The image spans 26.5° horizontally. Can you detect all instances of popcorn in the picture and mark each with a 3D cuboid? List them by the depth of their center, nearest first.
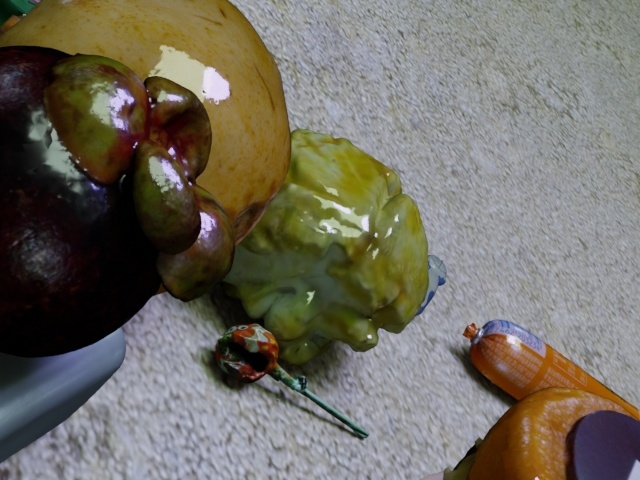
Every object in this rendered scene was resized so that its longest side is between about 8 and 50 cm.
[{"bbox_3d":[0.000,0.000,1.255,0.221,0.184,0.204,43,23,-1],"label":"popcorn"}]

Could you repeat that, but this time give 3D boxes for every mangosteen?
[{"bbox_3d":[-0.166,-0.027,0.833,0.210,0.210,0.210,32,32,-23],"label":"mangosteen"}]

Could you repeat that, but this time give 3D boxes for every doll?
[{"bbox_3d":[0.112,0.049,1.483,0.037,0.027,0.125,50,29,-6],"label":"doll"}]

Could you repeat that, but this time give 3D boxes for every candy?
[{"bbox_3d":[-0.020,0.130,1.207,0.184,0.055,0.049,38,37,-30],"label":"candy"}]

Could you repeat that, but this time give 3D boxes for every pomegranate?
[{"bbox_3d":[-0.155,-0.092,1.089,0.264,0.264,0.264,32,32,-23],"label":"pomegranate"}]

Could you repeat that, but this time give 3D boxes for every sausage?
[{"bbox_3d":[0.247,0.154,1.481,0.234,0.071,0.071,35,31,-18],"label":"sausage"}]

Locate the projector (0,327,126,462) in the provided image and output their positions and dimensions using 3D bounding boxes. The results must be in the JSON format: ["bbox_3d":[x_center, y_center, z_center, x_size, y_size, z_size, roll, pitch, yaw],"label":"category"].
[{"bbox_3d":[-0.282,0.041,0.917,0.250,0.108,0.198,47,30,6],"label":"projector"}]

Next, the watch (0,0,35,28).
[{"bbox_3d":[-0.273,-0.231,1.224,0.165,0.152,0.131,41,32,-11],"label":"watch"}]

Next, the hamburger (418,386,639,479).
[{"bbox_3d":[0.188,0.296,1.047,0.330,0.250,0.330,35,30,-25],"label":"hamburger"}]

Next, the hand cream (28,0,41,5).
[{"bbox_3d":[-0.365,-0.302,1.313,0.275,0.050,0.079,27,59,-39],"label":"hand cream"}]
